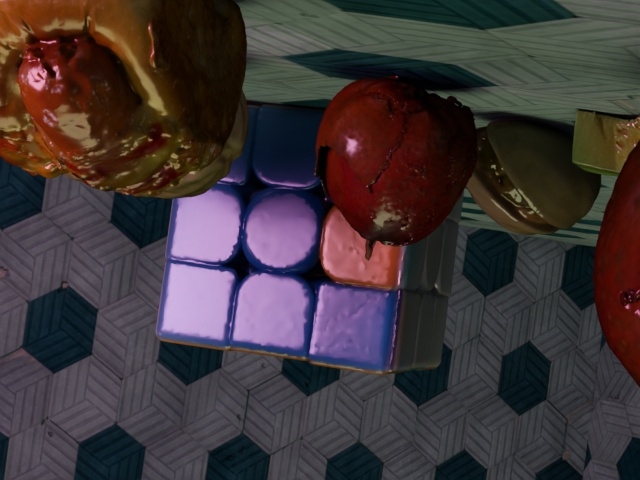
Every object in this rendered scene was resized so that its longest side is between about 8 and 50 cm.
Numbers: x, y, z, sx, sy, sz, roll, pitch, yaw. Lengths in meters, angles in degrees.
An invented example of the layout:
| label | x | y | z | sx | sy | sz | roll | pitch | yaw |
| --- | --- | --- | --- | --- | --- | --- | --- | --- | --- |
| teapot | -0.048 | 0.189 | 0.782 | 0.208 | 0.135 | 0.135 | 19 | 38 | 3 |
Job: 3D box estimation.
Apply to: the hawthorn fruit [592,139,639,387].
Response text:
| label | x | y | z | sx | sy | sz | roll | pitch | yaw |
| --- | --- | --- | --- | --- | --- | --- | --- | --- | --- |
| hawthorn fruit | 0.335 | 0.021 | 1.073 | 0.316 | 0.315 | 0.316 | 8 | 179 | 0 |

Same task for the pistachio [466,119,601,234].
| label | x | y | z | sx | sy | sz | roll | pitch | yaw |
| --- | --- | --- | --- | --- | --- | --- | --- | --- | --- |
| pistachio | 0.219 | -0.070 | 1.543 | 0.124 | 0.124 | 0.185 | 6 | 162 | 48 |

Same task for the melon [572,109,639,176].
| label | x | y | z | sx | sy | sz | roll | pitch | yaw |
| --- | --- | --- | --- | --- | --- | --- | --- | --- | --- |
| melon | 0.309 | -0.084 | 1.354 | 0.118 | 0.064 | 0.209 | 8 | -179 | -40 |

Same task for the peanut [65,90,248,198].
| label | x | y | z | sx | sy | sz | roll | pitch | yaw |
| --- | --- | --- | --- | --- | --- | --- | --- | --- | --- |
| peanut | -0.177 | -0.110 | 1.415 | 0.149 | 0.149 | 0.313 | 9 | 178 | -41 |

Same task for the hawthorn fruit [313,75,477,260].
| label | x | y | z | sx | sy | sz | roll | pitch | yaw |
| --- | --- | --- | --- | --- | --- | --- | --- | --- | --- |
| hawthorn fruit | 0.063 | -0.064 | 1.343 | 0.148 | 0.172 | 0.148 | 14 | -159 | -5 |

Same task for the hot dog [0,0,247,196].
| label | x | y | z | sx | sy | sz | roll | pitch | yaw |
| --- | --- | --- | --- | --- | --- | --- | --- | --- | --- |
| hot dog | -0.139 | -0.108 | 0.967 | 0.150 | 0.153 | 0.257 | 7 | 178 | 13 |

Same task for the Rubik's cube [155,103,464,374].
| label | x | y | z | sx | sy | sz | roll | pitch | yaw |
| --- | --- | --- | --- | --- | --- | --- | --- | --- | --- |
| Rubik's cube | 0.000 | 0.000 | 1.784 | 0.292 | 0.290 | 0.291 | 6 | 178 | 17 |
